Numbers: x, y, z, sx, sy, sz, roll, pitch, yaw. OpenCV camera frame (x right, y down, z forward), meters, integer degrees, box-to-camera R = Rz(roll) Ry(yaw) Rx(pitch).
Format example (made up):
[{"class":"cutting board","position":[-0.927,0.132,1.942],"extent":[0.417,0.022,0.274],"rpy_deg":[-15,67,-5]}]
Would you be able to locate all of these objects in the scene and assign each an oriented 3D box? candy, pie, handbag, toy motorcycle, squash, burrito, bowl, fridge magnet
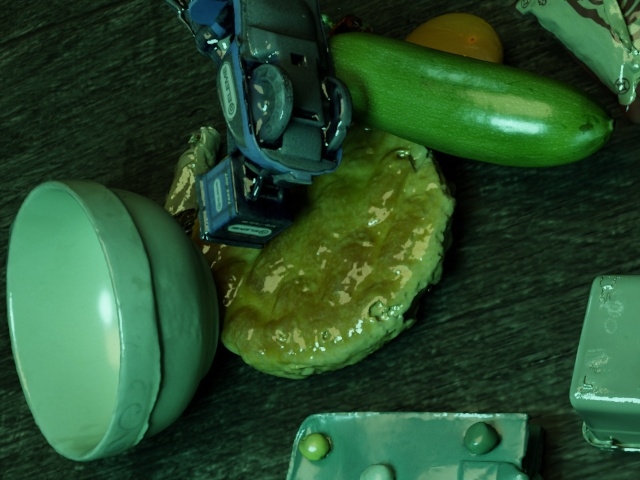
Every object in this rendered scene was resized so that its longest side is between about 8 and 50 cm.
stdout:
[{"class":"candy","position":[0.006,-0.269,2.141],"extent":[0.055,0.049,0.185],"rpy_deg":[-22,36,-19]},{"class":"pie","position":[0.000,0.000,1.953],"extent":[0.339,0.083,0.339],"rpy_deg":[-15,55,22]},{"class":"handbag","position":[0.337,-0.252,1.856],"extent":[0.213,0.127,0.235],"rpy_deg":[-43,61,5]},{"class":"toy motorcycle","position":[-0.074,-0.189,1.917],"extent":[0.212,0.125,0.358],"rpy_deg":[-33,56,47]},{"class":"squash","position":[0.127,-0.150,1.876],"extent":[0.395,0.107,0.107],"rpy_deg":[20,75,34]},{"class":"burrito","position":[-0.157,-0.066,2.118],"extent":[0.055,0.041,0.149],"rpy_deg":[0,66,48]},{"class":"bowl","position":[-0.219,0.083,1.943],"extent":[0.307,0.163,0.307],"rpy_deg":[12,104,60]},{"class":"fridge magnet","position":[0.142,-0.189,1.982],"extent":[0.143,0.063,0.143],"rpy_deg":[-16,58,26]},{"class":"handbag","position":[0.075,0.290,1.712],"extent":[0.274,0.100,0.268],"rpy_deg":[-5,60,32]}]

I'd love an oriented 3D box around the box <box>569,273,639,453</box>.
[{"class":"box","position":[0.304,0.109,1.675],"extent":[0.124,0.093,0.172],"rpy_deg":[-1,63,32]}]
